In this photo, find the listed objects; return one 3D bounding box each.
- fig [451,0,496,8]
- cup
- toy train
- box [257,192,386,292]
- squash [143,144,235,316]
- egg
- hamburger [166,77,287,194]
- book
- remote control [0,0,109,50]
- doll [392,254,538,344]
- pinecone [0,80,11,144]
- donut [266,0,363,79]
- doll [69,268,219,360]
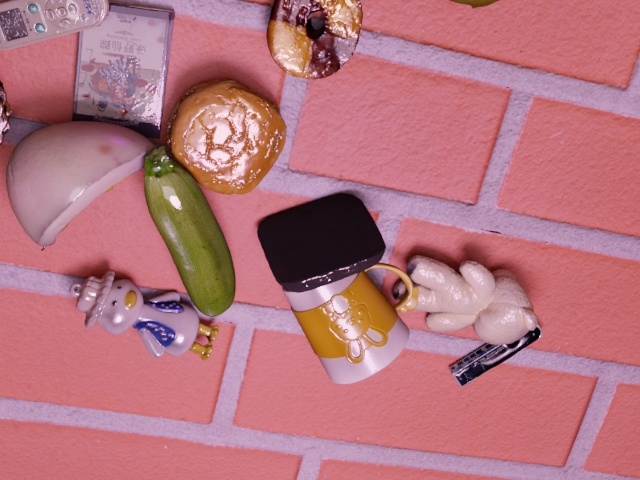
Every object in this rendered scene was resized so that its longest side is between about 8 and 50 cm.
[{"bbox_3d":[0.247,-0.542,1.497,0.344,0.343,0.343,-3,113,-8],"label":"fig"},{"bbox_3d":[0.066,0.125,1.814,0.241,0.185,0.226,-35,108,-4],"label":"cup"},{"bbox_3d":[0.368,0.234,1.972,0.208,0.047,0.043,-32,115,3],"label":"toy train"},{"bbox_3d":[0.000,0.000,1.742,0.213,0.201,0.042,-21,137,-3],"label":"box"},{"bbox_3d":[-0.229,-0.002,1.705,0.107,0.107,0.395,-18,130,-2],"label":"squash"},{"bbox_3d":[-0.436,-0.126,1.614,0.271,0.206,0.161,-40,89,6],"label":"egg"},{"bbox_3d":[-0.171,-0.187,1.682,0.214,0.108,0.213,-6,115,-12],"label":"hamburger"},{"bbox_3d":[-0.346,-0.297,1.646,0.158,0.026,0.231,6,111,-11],"label":"book"},{"bbox_3d":[-0.461,-0.376,1.573,0.222,0.042,0.078,-13,113,6],"label":"remote control"},{"bbox_3d":[0.290,0.106,1.882,0.278,0.175,0.149,21,69,-8],"label":"doll"},{"bbox_3d":[-0.621,-0.216,1.537,0.222,0.221,0.221,-3,113,-8],"label":"pinecone"},{"bbox_3d":[-0.013,-0.377,1.643,0.166,0.073,0.184,0,111,-9],"label":"donut"},{"bbox_3d":[-0.333,0.142,1.782,0.293,0.119,0.138,25,63,-18],"label":"doll"}]
